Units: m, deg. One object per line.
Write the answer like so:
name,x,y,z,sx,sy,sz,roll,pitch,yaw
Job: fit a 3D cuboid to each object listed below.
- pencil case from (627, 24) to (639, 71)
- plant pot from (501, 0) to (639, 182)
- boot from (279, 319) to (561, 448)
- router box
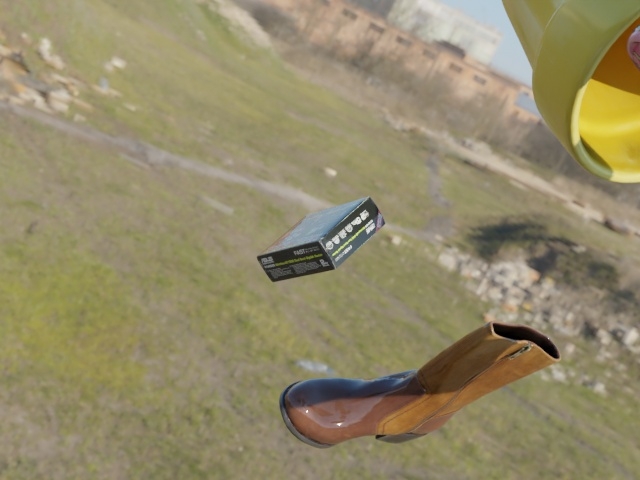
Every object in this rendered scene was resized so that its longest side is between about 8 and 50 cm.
pencil case,0.405,-0.210,0.755,0.167,0.386,0.160,45,7,-11
plant pot,0.309,-0.228,1.093,0.254,0.254,0.239,19,32,-40
boot,0.121,0.180,1.337,0.264,0.280,0.096,20,50,-36
router box,0.000,0.000,1.177,0.122,0.092,0.038,-14,-69,52
